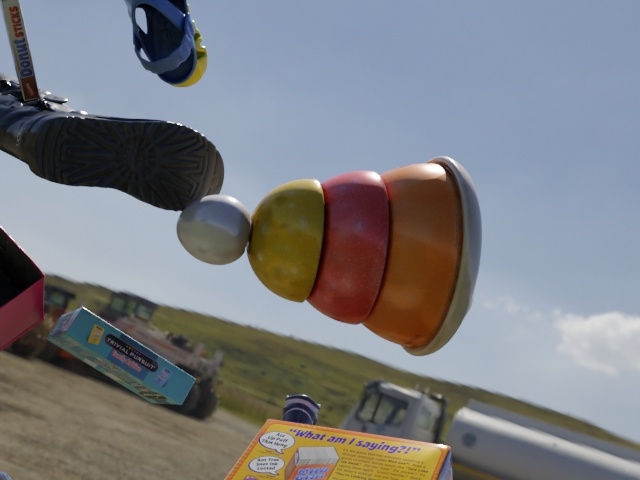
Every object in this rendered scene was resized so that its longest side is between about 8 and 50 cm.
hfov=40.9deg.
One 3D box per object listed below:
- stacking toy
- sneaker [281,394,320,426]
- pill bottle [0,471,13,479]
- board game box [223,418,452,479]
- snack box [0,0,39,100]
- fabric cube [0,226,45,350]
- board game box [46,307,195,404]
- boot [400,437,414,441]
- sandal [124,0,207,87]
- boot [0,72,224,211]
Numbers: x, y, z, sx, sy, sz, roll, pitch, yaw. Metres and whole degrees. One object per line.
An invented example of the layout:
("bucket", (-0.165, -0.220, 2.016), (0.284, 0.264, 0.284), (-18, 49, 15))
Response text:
("stacking toy", (0.000, 0.000, 1.447), (0.480, 0.350, 0.350), (8, -8, -15))
("sneaker", (-0.068, 0.499, 2.189), (0.099, 0.153, 0.282), (15, -39, 0))
("pill bottle", (-0.717, 0.583, 1.765), (0.117, 0.215, 0.117), (48, -19, 23))
("board game box", (0.017, 0.574, 1.473), (0.357, 0.356, 0.356), (4, 26, 23))
("snack box", (-0.364, -0.248, 1.028), (0.022, 0.064, 0.178), (-16, -25, -18))
("fabric cube", (-0.777, 0.108, 1.860), (0.259, 0.254, 0.258), (46, -28, 7))
("board game box", (-0.512, 0.300, 2.190), (0.336, 0.079, 0.254), (36, -23, -18))
("boot", (0.192, 0.596, 1.960), (0.094, 0.207, 0.246), (20, 11, -15))
("sandal", (-0.275, -0.400, 1.415), (0.126, 0.317, 0.138), (-17, 17, 11))
("boot", (-0.434, -0.186, 1.534), (0.367, 0.146, 0.445), (13, 5, -44))
